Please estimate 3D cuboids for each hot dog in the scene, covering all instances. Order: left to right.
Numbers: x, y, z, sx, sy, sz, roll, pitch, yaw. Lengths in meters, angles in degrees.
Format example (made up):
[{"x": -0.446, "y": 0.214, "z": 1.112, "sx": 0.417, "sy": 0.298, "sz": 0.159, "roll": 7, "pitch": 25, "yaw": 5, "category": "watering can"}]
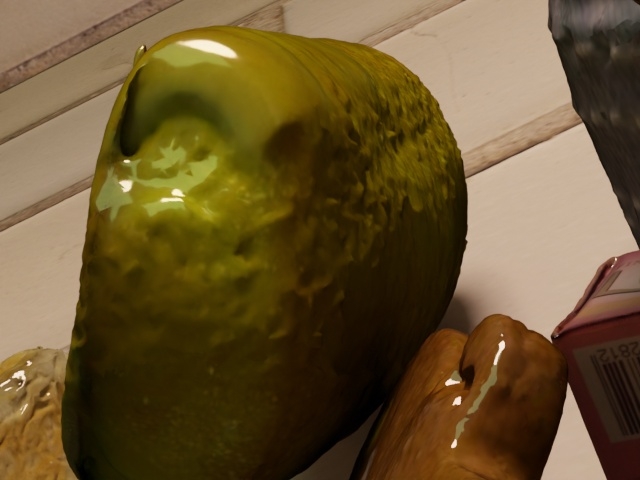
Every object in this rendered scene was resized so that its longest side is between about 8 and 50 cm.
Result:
[{"x": -0.182, "y": 0.139, "z": 0.740, "sx": 0.073, "sy": 0.084, "sz": 0.242, "roll": -16, "pitch": 22, "yaw": 32, "category": "hot dog"}]

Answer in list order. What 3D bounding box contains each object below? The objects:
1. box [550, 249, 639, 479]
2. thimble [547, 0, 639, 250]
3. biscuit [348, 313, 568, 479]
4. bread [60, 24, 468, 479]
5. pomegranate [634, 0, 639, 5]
[{"x": 0.152, "y": 0.047, "z": 0.438, "sx": 0.156, "sy": 0.111, "sz": 0.060, "roll": -13, "pitch": 15, "yaw": 35, "category": "box"}, {"x": 0.210, "y": -0.083, "z": 0.635, "sx": 0.205, "sy": 0.172, "sz": 0.236, "roll": -30, "pitch": 15, "yaw": -18, "category": "thimble"}, {"x": 0.020, "y": 0.102, "z": 0.458, "sx": 0.236, "sy": 0.039, "sz": 0.180, "roll": -77, "pitch": 9, "yaw": -84, "category": "biscuit"}, {"x": 0.000, "y": 0.000, "z": 0.651, "sx": 0.112, "sy": 0.166, "sz": 0.383, "roll": 10, "pitch": 7, "yaw": 9, "category": "bread"}, {"x": 0.176, "y": -0.172, "z": 0.372, "sx": 0.332, "sy": 0.332, "sz": 0.332, "roll": -25, "pitch": 17, "yaw": 8, "category": "pomegranate"}]
